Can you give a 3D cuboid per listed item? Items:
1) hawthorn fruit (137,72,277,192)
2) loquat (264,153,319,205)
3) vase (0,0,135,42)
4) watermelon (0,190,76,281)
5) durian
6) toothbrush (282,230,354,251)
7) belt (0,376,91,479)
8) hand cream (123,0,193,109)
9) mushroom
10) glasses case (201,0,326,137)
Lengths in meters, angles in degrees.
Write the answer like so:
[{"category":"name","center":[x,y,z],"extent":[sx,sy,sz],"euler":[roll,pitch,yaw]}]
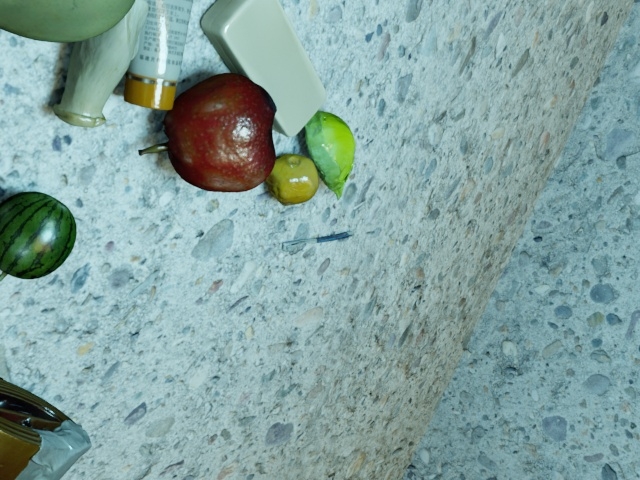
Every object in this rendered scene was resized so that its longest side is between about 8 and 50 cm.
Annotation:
[{"category":"hawthorn fruit","center":[-0.209,-0.194,1.209],"extent":[0.266,0.210,0.230],"euler":[-17,137,-25]},{"category":"loquat","center":[-0.067,-0.141,1.509],"extent":[0.137,0.112,0.137],"euler":[-16,152,-9]},{"category":"vase","center":[-0.405,-0.400,0.781],"extent":[0.302,0.241,0.329],"euler":[-30,103,-44]},{"category":"watermelon","center":[-0.494,0.008,1.067],"extent":[0.187,0.141,0.141],"euler":[-55,146,3]},{"category":"durian","center":[0.022,-0.217,1.548],"extent":[0.139,0.101,0.250],"euler":[-61,150,-25]},{"category":"toothbrush","center":[0.000,0.000,1.779],"extent":[0.288,0.024,0.026],"euler":[-11,126,-47]},{"category":"belt","center":[-0.576,0.353,1.170],"extent":[0.122,0.217,0.338],"euler":[-50,147,-9]},{"category":"hand cream","center":[-0.272,-0.382,1.075],"extent":[0.140,0.089,0.314],"euler":[-4,116,-51]},{"category":"mushroom","center":[-0.351,-0.297,1.024],"extent":[0.096,0.108,0.247],"euler":[-2,132,-54]},{"category":"glasses case","center":[-0.104,-0.363,1.305],"extent":[0.144,0.076,0.336],"euler":[-49,145,-10]}]
